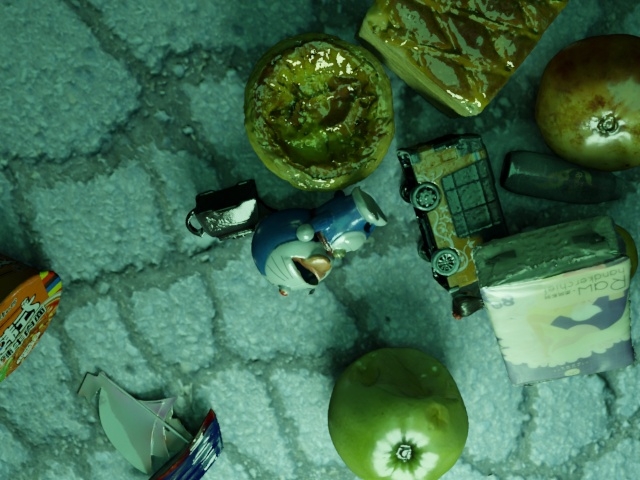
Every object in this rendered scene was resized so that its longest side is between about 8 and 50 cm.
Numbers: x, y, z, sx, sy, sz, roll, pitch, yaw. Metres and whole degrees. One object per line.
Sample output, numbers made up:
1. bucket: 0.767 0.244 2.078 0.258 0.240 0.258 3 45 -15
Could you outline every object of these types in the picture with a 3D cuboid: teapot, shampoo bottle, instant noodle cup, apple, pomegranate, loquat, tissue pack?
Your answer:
1. teapot: -0.170 -0.046 1.240 0.177 0.087 0.096 -15 122 1
2. shampoo bottle: 0.473 -0.119 1.261 0.233 0.049 0.087 10 100 -4
3. instant noodle cup: -0.632 0.121 1.178 0.192 0.250 0.250 29 97 4
4. apple: 0.143 0.340 1.229 0.279 0.279 0.279 0 99 -2
5. pomegranate: 0.525 -0.254 1.159 0.252 0.270 0.229 14 128 26
6. loquat: 0.543 0.031 1.247 0.141 0.141 0.141 0 99 -2
7. tissue pack: 0.424 0.120 1.160 0.242 0.125 0.344 -14 136 16

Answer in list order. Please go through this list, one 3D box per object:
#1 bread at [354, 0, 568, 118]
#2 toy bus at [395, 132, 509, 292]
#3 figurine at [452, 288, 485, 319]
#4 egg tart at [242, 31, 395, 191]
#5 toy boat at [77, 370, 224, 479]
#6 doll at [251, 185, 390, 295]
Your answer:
1. bread: 0.240 -0.399 1.132 0.279 0.207 0.279 40 96 -8
2. toy bus: 0.252 -0.062 1.220 0.167 0.138 0.275 -20 100 0
3. figurine: 0.315 0.123 1.299 0.106 0.047 0.060 -17 135 -6
4. egg tart: -0.001 -0.232 1.189 0.290 0.115 0.290 0 93 -5
5. toy boat: -0.357 0.404 1.309 0.318 0.072 0.219 17 95 -1
6. doll: 0.000 0.000 1.199 0.257 0.215 0.161 -28 68 16
